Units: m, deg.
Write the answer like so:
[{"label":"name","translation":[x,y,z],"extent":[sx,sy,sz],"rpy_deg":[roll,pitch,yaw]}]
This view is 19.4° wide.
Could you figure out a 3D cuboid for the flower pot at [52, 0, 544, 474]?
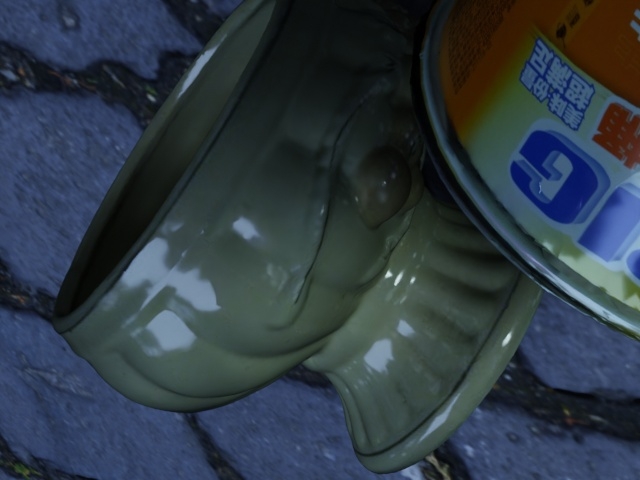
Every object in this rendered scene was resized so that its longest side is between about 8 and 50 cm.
[{"label":"flower pot","translation":[0.000,0.000,1.209],"extent":[0.244,0.307,0.307],"rpy_deg":[32,150,-14]}]

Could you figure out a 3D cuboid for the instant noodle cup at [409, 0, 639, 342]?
[{"label":"instant noodle cup","translation":[0.209,-0.113,0.830],"extent":[0.296,0.296,0.214],"rpy_deg":[35,138,10]}]
